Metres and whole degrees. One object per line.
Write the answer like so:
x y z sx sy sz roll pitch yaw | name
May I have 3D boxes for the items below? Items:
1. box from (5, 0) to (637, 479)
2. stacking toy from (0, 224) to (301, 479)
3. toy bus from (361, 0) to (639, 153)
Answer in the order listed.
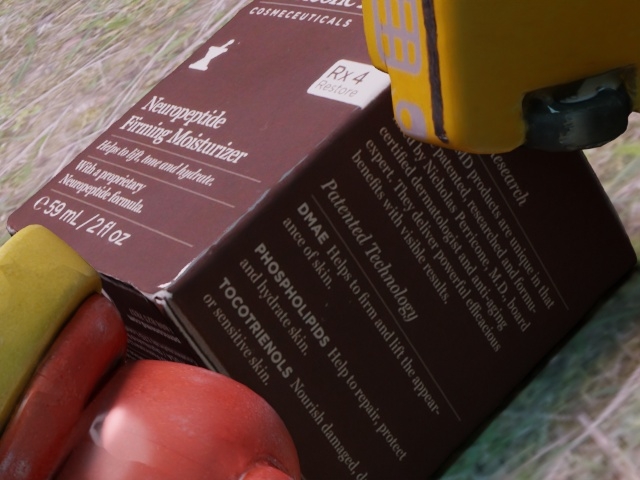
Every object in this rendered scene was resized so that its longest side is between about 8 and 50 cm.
0.000 0.000 0.794 0.203 0.167 0.168 -45 31 -17 | box
-0.115 0.168 0.642 0.279 0.130 0.309 -62 -2 -16 | stacking toy
0.162 -0.127 0.681 0.332 0.108 0.130 -16 22 -25 | toy bus
